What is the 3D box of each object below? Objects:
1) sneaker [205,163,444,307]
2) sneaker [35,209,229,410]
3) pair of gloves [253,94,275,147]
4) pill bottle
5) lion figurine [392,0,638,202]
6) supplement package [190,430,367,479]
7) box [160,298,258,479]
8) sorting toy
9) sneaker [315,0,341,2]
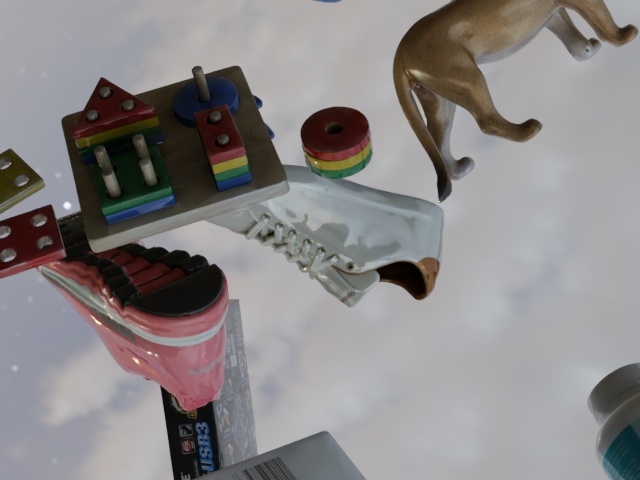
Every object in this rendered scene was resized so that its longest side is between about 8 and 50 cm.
[{"bbox_3d":[0.000,0.000,1.230,0.106,0.290,0.123,134,-38,-61],"label":"sneaker"},{"bbox_3d":[-0.188,0.064,1.104,0.116,0.136,0.314,-22,-150,-27],"label":"sneaker"},{"bbox_3d":[-0.140,-0.137,1.669,0.023,0.159,0.198,-27,152,-51],"label":"pair of gloves"},{"bbox_3d":[0.408,0.263,1.324,0.146,0.146,0.264,-42,-133,13],"label":"pill bottle"},{"bbox_3d":[0.199,-0.254,1.348,0.392,0.240,0.142,-46,-167,-14],"label":"lion figurine"},{"bbox_3d":[-0.059,0.356,1.109,0.198,0.199,0.262,49,-51,27],"label":"supplement package"},{"bbox_3d":[-0.141,0.224,1.530,0.073,0.293,0.295,-7,177,5],"label":"box"},{"bbox_3d":[-0.112,-0.067,0.777,0.274,0.046,0.132,-18,-133,-5],"label":"sorting toy"},{"bbox_3d":[-0.034,-0.327,1.416,0.058,0.152,0.084,-55,-169,21],"label":"sneaker"}]
